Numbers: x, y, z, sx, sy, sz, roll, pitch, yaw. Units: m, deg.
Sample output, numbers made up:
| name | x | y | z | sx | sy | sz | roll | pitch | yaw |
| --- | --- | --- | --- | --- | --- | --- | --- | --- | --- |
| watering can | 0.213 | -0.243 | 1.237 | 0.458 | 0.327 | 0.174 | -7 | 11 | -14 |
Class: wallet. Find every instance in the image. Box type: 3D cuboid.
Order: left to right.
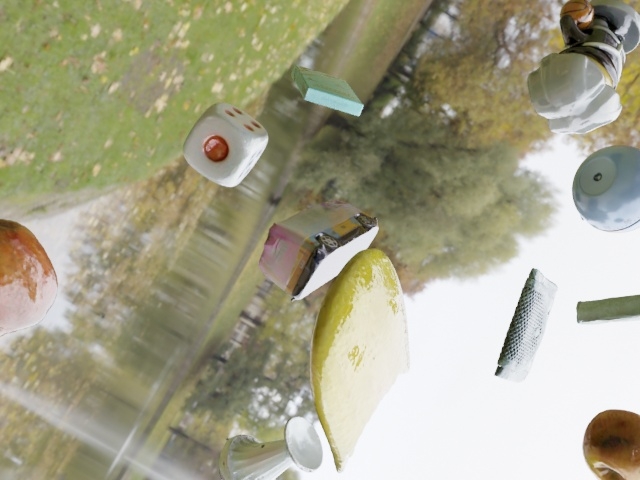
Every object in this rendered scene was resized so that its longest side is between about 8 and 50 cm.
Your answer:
| name | x | y | z | sx | sy | sz | roll | pitch | yaw |
| --- | --- | --- | --- | --- | --- | --- | --- | --- | --- |
| wallet | 0.635 | 0.270 | 2.355 | 0.237 | 0.075 | 0.342 | 28 | 82 | -56 |

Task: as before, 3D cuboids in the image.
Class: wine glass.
| name | x | y | z | sx | sy | sz | roll | pitch | yaw |
| --- | --- | --- | --- | --- | --- | --- | --- | --- | --- |
| wine glass | -0.107 | 0.484 | 1.726 | 0.196 | 0.165 | 0.165 | -33 | -165 | 25 |

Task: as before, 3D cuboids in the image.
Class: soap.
| name | x | y | z | sx | sy | sz | roll | pitch | yaw |
| --- | --- | --- | --- | --- | --- | --- | --- | --- | --- |
| soap | 0.079 | 0.214 | 1.394 | 0.306 | 0.115 | 0.427 | -53 | 145 | -34 |

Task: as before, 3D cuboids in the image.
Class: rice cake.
| name | x | y | z | sx | sy | sz | roll | pitch | yaw |
| --- | --- | --- | --- | --- | --- | --- | --- | --- | --- |
| rice cake | 0.765 | 0.172 | 1.925 | 0.336 | 0.063 | 0.066 | -16 | -119 | 62 |

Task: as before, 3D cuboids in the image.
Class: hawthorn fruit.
| name | x | y | z | sx | sy | sz | roll | pitch | yaw |
| --- | --- | --- | --- | --- | --- | --- | --- | --- | --- |
| hawthorn fruit | -0.646 | 0.057 | 1.537 | 0.210 | 0.211 | 0.262 | -64 | 149 | -54 |

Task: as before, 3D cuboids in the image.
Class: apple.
| name | x | y | z | sx | sy | sz | roll | pitch | yaw |
| --- | --- | --- | --- | --- | --- | --- | --- | --- | --- |
| apple | 0.524 | 0.364 | 1.336 | 0.146 | 0.146 | 0.146 | -60 | -177 | 5 |

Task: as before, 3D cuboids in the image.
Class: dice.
| name | x | y | z | sx | sy | sz | roll | pitch | yaw |
| --- | --- | --- | --- | --- | --- | --- | --- | --- | --- |
| dice | -0.283 | -0.288 | 2.308 | 0.194 | 0.193 | 0.192 | -56 | 180 | 21 |

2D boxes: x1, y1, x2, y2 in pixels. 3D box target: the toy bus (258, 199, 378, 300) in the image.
| name | x | y | z | sx | sy | sz | roll | pitch | yaw |
| --- | --- | --- | --- | --- | --- | --- | --- | --- | --- |
| toy bus | 0.000 | 0.000 | 2.008 | 0.386 | 0.162 | 0.171 | -28 | 152 | -58 |

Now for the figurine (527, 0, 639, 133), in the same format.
| name | x | y | z | sx | sy | sz | roll | pitch | yaw |
| --- | --- | --- | --- | --- | --- | --- | --- | --- | --- |
| figurine | 0.441 | -0.294 | 1.293 | 0.133 | 0.176 | 0.236 | -10 | -135 | 56 |

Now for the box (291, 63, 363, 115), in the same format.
| name | x | y | z | sx | sy | sz | roll | pitch | yaw |
| --- | --- | --- | --- | --- | --- | --- | --- | --- | --- |
| box | 0.015 | -0.414 | 2.121 | 0.229 | 0.162 | 0.041 | -113 | -139 | -60 |

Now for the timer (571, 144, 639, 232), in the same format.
| name | x | y | z | sx | sy | sz | roll | pitch | yaw |
| --- | --- | --- | --- | --- | --- | --- | --- | --- | --- |
| timer | 0.554 | -0.070 | 1.420 | 0.175 | 0.175 | 0.255 | -61 | 143 | -13 |
